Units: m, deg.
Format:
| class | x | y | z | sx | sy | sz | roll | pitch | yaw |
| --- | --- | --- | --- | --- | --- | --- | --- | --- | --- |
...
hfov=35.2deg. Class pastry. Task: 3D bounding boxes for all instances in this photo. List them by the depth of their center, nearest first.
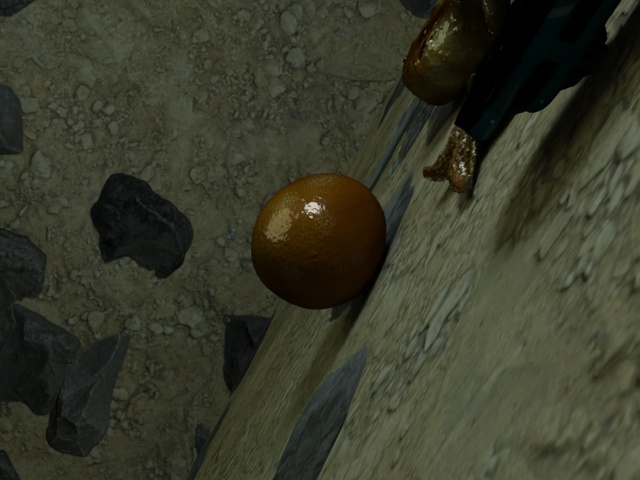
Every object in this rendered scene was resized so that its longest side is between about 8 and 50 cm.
| class | x | y | z | sx | sy | sz | roll | pitch | yaw |
| --- | --- | --- | --- | --- | --- | --- | --- | --- | --- |
| pastry | 0.202 | -0.302 | 1.510 | 0.218 | 0.100 | 0.229 | -64 | 6 | -23 |

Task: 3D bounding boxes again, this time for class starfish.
| class | x | y | z | sx | sy | sz | roll | pitch | yaw |
| --- | --- | --- | --- | --- | --- | --- | --- | --- | --- |
| starfish | 0.174 | -0.127 | 1.124 | 0.227 | 0.043 | 0.240 | -60 | 7 | 38 |

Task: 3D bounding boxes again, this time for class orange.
| class | x | y | z | sx | sy | sz | roll | pitch | yaw |
| --- | --- | --- | --- | --- | --- | --- | --- | --- | --- |
| orange | 0.000 | 0.000 | 1.436 | 0.206 | 0.206 | 0.206 | -61 | 4 | 7 |

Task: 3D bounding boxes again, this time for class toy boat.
| class | x | y | z | sx | sy | sz | roll | pitch | yaw |
| --- | --- | --- | --- | --- | --- | --- | --- | --- | --- |
| toy boat | 0.211 | -0.194 | 0.781 | 0.299 | 0.092 | 0.134 | -62 | 1 | 32 |
